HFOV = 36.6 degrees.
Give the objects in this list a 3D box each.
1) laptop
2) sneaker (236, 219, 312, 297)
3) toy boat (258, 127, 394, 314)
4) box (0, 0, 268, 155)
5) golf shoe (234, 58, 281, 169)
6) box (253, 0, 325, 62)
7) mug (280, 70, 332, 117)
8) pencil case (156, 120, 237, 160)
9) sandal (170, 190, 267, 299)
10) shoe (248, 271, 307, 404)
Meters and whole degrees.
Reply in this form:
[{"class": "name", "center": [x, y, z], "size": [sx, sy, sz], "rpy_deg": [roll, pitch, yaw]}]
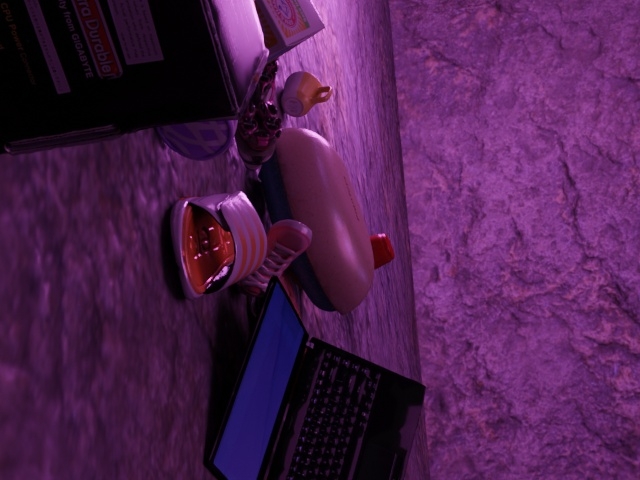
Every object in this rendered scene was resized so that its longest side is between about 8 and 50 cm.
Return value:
[{"class": "laptop", "center": [0.009, 0.208, 1.114], "size": [0.136, 0.264, 0.234], "rpy_deg": [-46, -158, 59]}, {"class": "sneaker", "center": [-0.057, 0.028, 1.139], "size": [0.051, 0.134, 0.070], "rpy_deg": [29, 56, -20]}, {"class": "toy boat", "center": [0.000, 0.000, 1.374], "size": [0.318, 0.148, 0.267], "rpy_deg": [44, 28, -64]}, {"class": "box", "center": [-0.181, -0.177, 0.318], "size": [0.079, 0.257, 0.322], "rpy_deg": [-80, 158, -59]}, {"class": "golf shoe", "center": [-0.092, -0.179, 1.245], "size": [0.086, 0.067, 0.186], "rpy_deg": [118, -27, -57]}, {"class": "box", "center": [-0.102, -0.256, 0.915], "size": [0.203, 0.114, 0.103], "rpy_deg": [61, 29, -10]}, {"class": "mug", "center": [-0.029, -0.231, 1.533], "size": [0.062, 0.078, 0.064], "rpy_deg": [45, 35, -17]}, {"class": "pencil case", "center": [-0.120, -0.174, 1.034], "size": [0.088, 0.086, 0.206], "rpy_deg": [36, 33, -24]}, {"class": "sandal", "center": [-0.094, -0.011, 1.058], "size": [0.265, 0.076, 0.102], "rpy_deg": [-49, 130, -74]}, {"class": "shoe", "center": [-0.052, 0.121, 1.223], "size": [0.081, 0.063, 0.178], "rpy_deg": [34, 44, -73]}]
